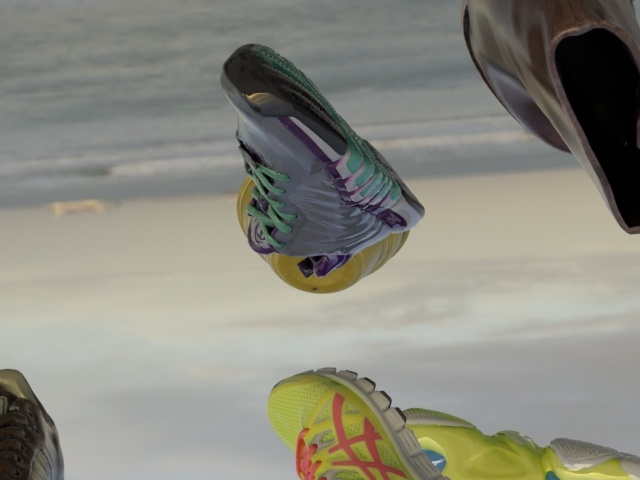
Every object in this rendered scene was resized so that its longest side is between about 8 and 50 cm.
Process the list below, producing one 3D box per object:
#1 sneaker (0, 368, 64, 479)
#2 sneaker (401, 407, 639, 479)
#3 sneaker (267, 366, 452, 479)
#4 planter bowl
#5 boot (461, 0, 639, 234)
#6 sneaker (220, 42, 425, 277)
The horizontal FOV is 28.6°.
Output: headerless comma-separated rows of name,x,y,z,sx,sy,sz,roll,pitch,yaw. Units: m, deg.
sneaker,-0.147,0.102,0.535,0.066,0.071,0.188,-9,-176,-9
sneaker,0.156,0.208,0.954,0.240,0.126,0.091,8,172,30
sneaker,0.017,0.152,0.756,0.094,0.081,0.208,-20,-142,-28
planter bowl,0.000,0.000,1.515,0.217,0.217,0.090,-4,-135,11
boot,0.122,-0.075,0.618,0.090,0.207,0.248,-18,137,11
sneaker,-0.015,-0.030,0.738,0.098,0.083,0.224,-40,149,7
